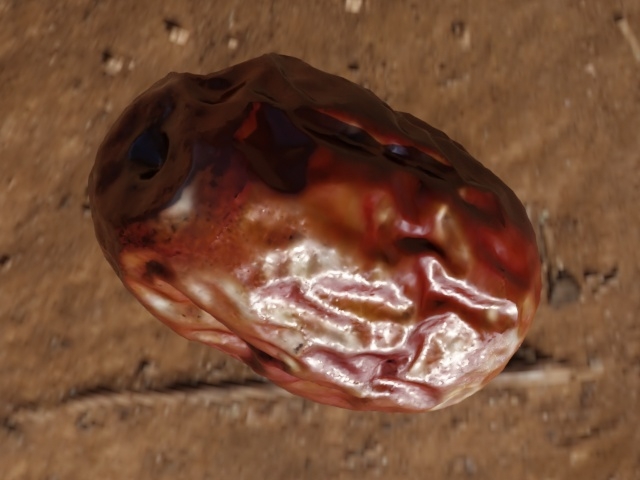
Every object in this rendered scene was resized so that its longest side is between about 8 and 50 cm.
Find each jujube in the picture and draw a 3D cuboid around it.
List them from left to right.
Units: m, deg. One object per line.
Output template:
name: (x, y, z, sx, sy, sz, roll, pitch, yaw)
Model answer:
jujube: (0.000, 0.000, 1.011, 0.250, 0.174, 0.174, 22, 119, -37)
